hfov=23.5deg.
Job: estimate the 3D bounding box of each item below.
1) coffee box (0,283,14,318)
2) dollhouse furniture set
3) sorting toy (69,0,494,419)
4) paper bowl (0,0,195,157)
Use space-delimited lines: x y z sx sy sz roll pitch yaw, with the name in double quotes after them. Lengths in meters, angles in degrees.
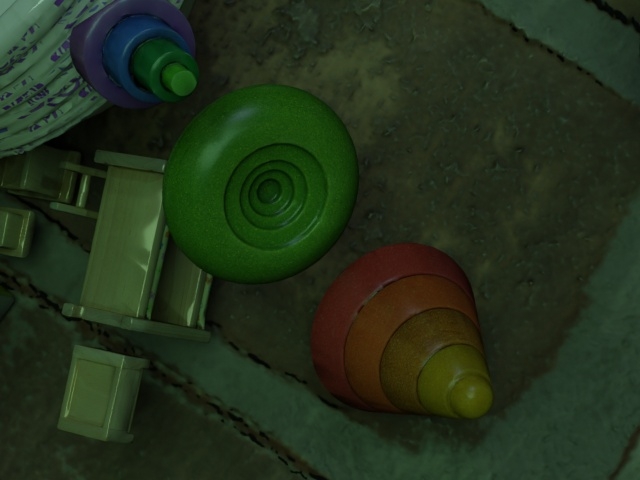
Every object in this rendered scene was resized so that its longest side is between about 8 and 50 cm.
-0.455 0.043 0.932 0.338 0.337 0.334 40 89 8 "coffee box"
-0.158 0.033 1.047 0.161 0.101 0.182 10 86 31 "dollhouse furniture set"
0.000 0.000 0.905 0.127 0.126 0.365 -45 121 -3 "sorting toy"
-0.189 -0.186 0.988 0.284 0.148 0.284 -15 60 28 "paper bowl"
